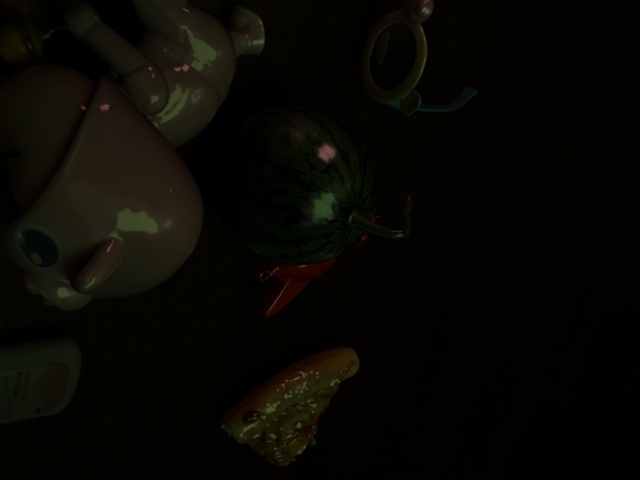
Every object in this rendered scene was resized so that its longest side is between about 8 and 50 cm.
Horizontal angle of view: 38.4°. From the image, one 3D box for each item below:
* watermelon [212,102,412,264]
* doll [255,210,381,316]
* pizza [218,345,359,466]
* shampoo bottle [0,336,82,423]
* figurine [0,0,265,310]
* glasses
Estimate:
[{"bbox_3d":[-0.007,-0.042,0.800,0.140,0.187,0.141,-30,133,-39],"label":"watermelon"},{"bbox_3d":[0.000,0.000,0.952,0.169,0.057,0.109,-28,136,-27],"label":"doll"},{"bbox_3d":[-0.040,0.212,1.091,0.182,0.062,0.161,-18,138,-39],"label":"pizza"},{"bbox_3d":[-0.282,0.123,0.769,0.165,0.040,0.080,-2,124,-47],"label":"shampoo bottle"},{"bbox_3d":[-0.148,-0.091,0.670,0.186,0.176,0.287,30,79,-13],"label":"figurine"},{"bbox_3d":[0.127,-0.219,0.922,0.190,0.088,0.220,-63,162,15],"label":"glasses"}]
